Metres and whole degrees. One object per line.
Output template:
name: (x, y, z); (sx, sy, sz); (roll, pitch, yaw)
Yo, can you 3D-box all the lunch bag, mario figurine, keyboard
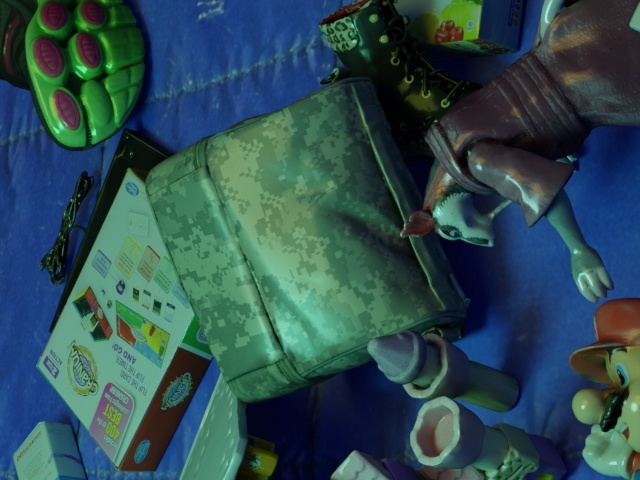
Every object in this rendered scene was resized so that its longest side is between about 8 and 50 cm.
lunch bag: (0.000, 0.000, 1.762); (0.256, 0.212, 0.305); (-27, 81, 38)
mario figurine: (0.284, 0.201, 1.439); (0.198, 0.170, 0.321); (-38, 54, 40)
keyboard: (-0.306, -0.002, 2.316); (0.201, 0.033, 0.317); (32, 104, 43)

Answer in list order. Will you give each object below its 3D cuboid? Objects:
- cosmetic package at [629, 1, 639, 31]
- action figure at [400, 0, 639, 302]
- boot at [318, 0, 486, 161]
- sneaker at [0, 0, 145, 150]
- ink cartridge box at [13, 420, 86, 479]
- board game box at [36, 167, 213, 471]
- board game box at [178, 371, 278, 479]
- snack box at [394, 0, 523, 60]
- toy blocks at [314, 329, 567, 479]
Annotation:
cosmetic package: (0.412, -0.232, 1.360); (0.138, 0.224, 0.225); (34, 107, 50)
action figure: (0.210, -0.129, 1.527); (0.370, 0.276, 0.248); (-38, 29, 3)
boot: (0.106, -0.178, 1.756); (0.236, 0.085, 0.179); (-7, 116, 53)
sneaker: (-0.383, -0.287, 2.411); (0.483, 0.185, 0.202); (-114, 34, -41)
ink cartridge box: (-0.370, 0.323, 2.282); (0.088, 0.052, 0.122); (-48, 48, 30)
board game box: (-0.232, 0.102, 2.151); (0.242, 0.064, 0.317); (43, 113, 41)
board game box: (-0.141, 0.344, 1.855); (0.390, 0.050, 0.390); (-107, 38, -78)
snack box: (0.134, -0.291, 1.835); (0.207, 0.070, 0.175); (3, 82, 50)
toy blocks: (0.072, 0.268, 1.568); (0.289, 0.260, 0.309); (-52, 40, 21)
